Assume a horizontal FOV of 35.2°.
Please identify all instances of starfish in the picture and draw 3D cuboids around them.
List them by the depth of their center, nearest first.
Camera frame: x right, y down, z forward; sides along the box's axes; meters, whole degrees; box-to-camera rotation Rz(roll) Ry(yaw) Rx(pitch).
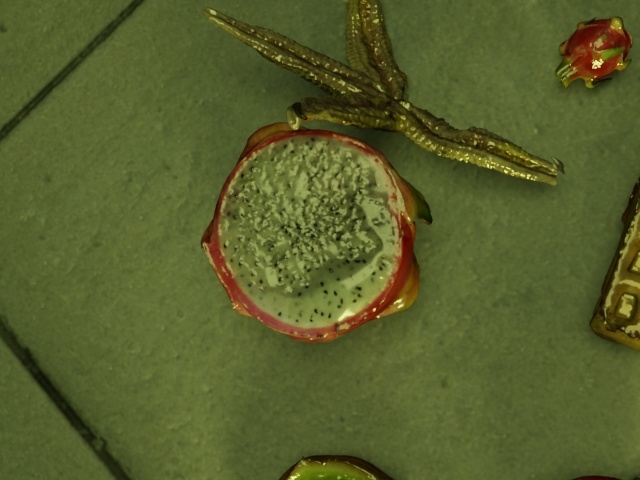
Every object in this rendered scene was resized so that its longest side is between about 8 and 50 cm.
[{"bbox_3d":[0.073,-0.215,1.323,0.132,0.383,0.398,-52,49,39],"label":"starfish"}]

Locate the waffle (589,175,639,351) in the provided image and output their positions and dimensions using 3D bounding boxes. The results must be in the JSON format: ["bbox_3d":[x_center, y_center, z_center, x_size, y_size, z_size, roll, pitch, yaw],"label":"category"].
[{"bbox_3d":[0.492,0.001,1.273,0.224,0.098,0.328,20,81,13],"label":"waffle"}]

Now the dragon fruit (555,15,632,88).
[{"bbox_3d":[0.364,-0.252,1.357,0.116,0.081,0.086,-26,85,4],"label":"dragon fruit"}]

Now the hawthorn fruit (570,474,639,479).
[{"bbox_3d":[0.338,0.362,1.193,0.196,0.197,0.225,31,55,15],"label":"hawthorn fruit"}]

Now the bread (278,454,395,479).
[{"bbox_3d":[0.019,0.387,1.282,0.236,0.070,0.236,-4,76,16],"label":"bread"}]

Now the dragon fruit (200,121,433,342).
[{"bbox_3d":[0.000,0.000,1.326,0.290,0.189,0.291,-1,85,15],"label":"dragon fruit"}]
